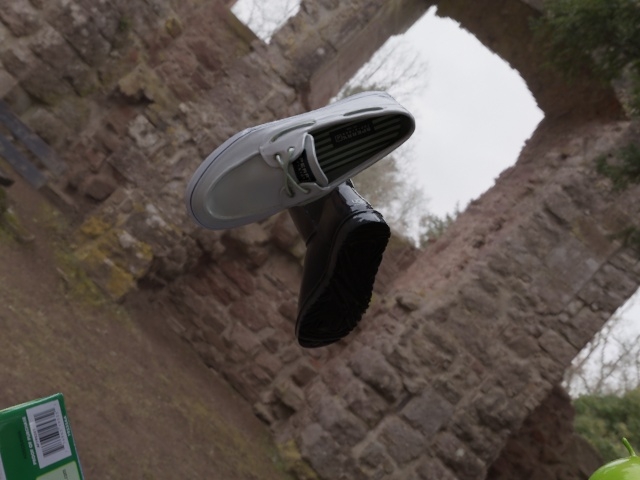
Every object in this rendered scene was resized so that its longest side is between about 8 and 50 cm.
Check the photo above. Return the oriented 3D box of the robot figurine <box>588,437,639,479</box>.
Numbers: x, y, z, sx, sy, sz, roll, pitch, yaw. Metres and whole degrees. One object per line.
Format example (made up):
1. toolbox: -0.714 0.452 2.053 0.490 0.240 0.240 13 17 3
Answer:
1. robot figurine: 0.154 0.157 0.308 0.067 0.115 0.101 14 -2 -43

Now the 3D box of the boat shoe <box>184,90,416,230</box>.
1. boat shoe: -0.019 -0.076 0.592 0.083 0.226 0.076 61 -7 -23

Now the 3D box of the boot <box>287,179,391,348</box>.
1. boot: 0.000 0.000 0.909 0.094 0.246 0.207 0 40 -25

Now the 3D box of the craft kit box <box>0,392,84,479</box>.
1. craft kit box: -0.226 0.238 0.379 0.061 0.247 0.249 -6 77 -64
